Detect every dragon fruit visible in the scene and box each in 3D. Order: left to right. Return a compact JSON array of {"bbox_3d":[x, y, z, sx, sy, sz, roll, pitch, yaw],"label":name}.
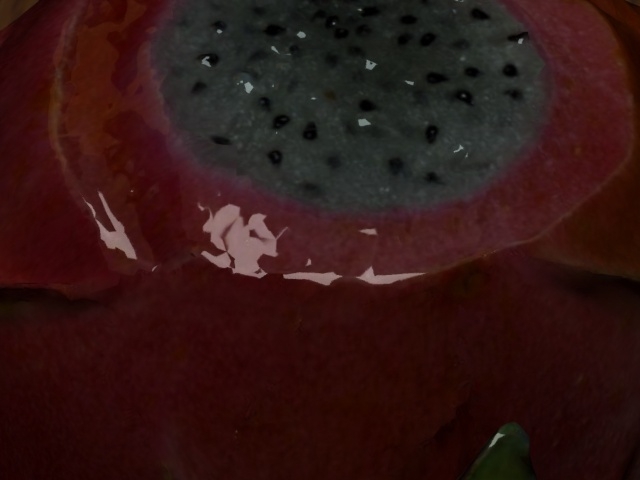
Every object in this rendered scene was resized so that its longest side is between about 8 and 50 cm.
[{"bbox_3d":[0.000,0.000,0.574,0.291,0.189,0.290,-2,61,4],"label":"dragon fruit"}]
